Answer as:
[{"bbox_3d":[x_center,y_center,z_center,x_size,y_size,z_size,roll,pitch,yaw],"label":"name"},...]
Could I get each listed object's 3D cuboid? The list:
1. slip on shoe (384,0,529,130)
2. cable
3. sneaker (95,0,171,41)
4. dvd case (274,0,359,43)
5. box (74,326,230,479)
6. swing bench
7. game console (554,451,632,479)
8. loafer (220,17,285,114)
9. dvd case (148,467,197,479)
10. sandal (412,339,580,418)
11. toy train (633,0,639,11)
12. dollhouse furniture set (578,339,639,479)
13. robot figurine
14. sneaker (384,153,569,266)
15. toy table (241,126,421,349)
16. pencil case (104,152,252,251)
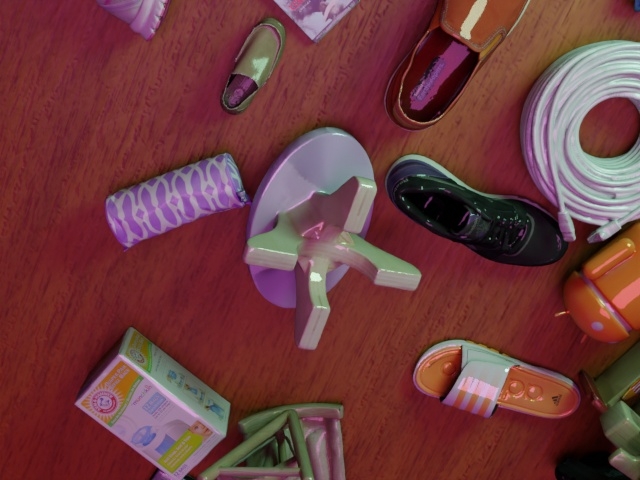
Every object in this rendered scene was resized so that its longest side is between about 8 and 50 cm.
[{"bbox_3d":[0.195,-0.287,1.366,0.123,0.101,0.331,30,105,-8],"label":"slip on shoe"},{"bbox_3d":[0.407,-0.150,1.421,0.257,0.089,0.257,-25,106,7],"label":"cable"},{"bbox_3d":[-0.227,-0.392,1.325,0.111,0.103,0.252,20,107,-9],"label":"sneaker"},{"bbox_3d":[-0.018,-0.340,1.391,0.087,0.013,0.119,-42,105,13],"label":"dvd case"},{"bbox_3d":[-0.250,0.246,1.543,0.203,0.103,0.114,41,103,-13],"label":"box"},{"bbox_3d":[-0.056,0.406,1.523,0.165,0.254,0.253,-2,104,12],"label":"swing bench"},{"bbox_3d":[0.464,0.363,1.459,0.213,0.361,0.044,-4,94,-12],"label":"game console"},{"bbox_3d":[-0.092,-0.235,1.407,0.056,0.050,0.148,24,107,-8],"label":"loafer"},{"bbox_3d":[-0.200,0.484,1.664,0.239,0.029,0.179,31,106,-10],"label":"dvd case"},{"bbox_3d":[0.275,0.223,1.553,0.265,0.076,0.102,12,108,-5],"label":"sandal"},{"bbox_3d":[0.503,-0.406,1.335,0.143,0.105,0.248,11,109,10],"label":"toy train"},{"bbox_3d":[0.504,0.243,1.408,0.152,0.374,0.201,44,105,-9],"label":"dollhouse furniture set"},{"bbox_3d":[0.443,0.062,1.473,0.219,0.158,0.128,-40,82,12],"label":"robot figurine"},{"bbox_3d":[0.222,-0.019,1.444,0.283,0.124,0.107,21,108,-8],"label":"sneaker"},{"bbox_3d":[0.000,0.000,1.407,0.252,0.161,0.274,-1,117,-18],"label":"toy table"},{"bbox_3d":[-0.202,-0.055,1.455,0.206,0.086,0.088,-17,135,7],"label":"pencil case"}]
